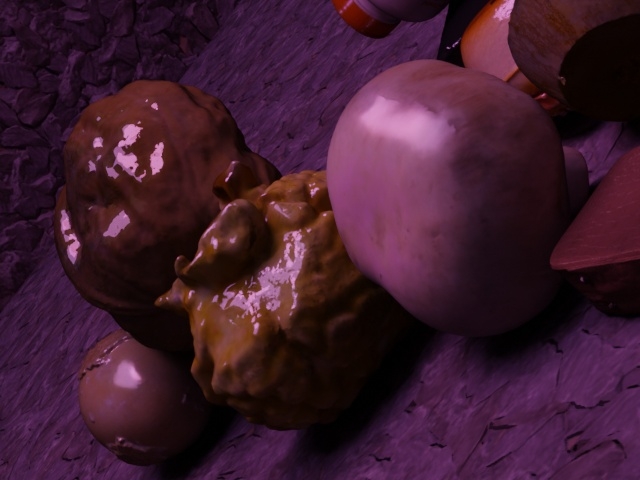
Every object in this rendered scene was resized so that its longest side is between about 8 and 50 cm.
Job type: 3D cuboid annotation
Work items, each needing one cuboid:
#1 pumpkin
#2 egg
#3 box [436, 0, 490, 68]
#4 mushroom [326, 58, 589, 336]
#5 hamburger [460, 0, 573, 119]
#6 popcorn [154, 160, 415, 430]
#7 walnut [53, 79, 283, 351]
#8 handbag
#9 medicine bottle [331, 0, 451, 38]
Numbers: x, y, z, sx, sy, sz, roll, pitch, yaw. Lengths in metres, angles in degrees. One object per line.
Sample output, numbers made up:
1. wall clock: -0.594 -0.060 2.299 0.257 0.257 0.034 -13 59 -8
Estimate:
1. pumpkin: 0.285 -0.195 1.449 0.217 0.217 0.110 -43 50 18
2. egg: -0.205 0.180 1.860 0.164 0.164 0.201 -51 20 -11
3. box: 0.290 -0.367 1.979 0.359 0.091 0.350 -40 17 28
4. mushroom: 0.141 -0.046 1.416 0.234 0.260 0.254 -15 -12 -30
5. hamburger: 0.244 -0.214 1.639 0.237 0.147 0.237 -41 6 5
6. popcorn: -0.025 0.052 1.571 0.258 0.270 0.224 -4 -12 -39
7. walnut: -0.164 -0.023 1.773 0.253 0.282 0.277 -40 54 -1
8. handbag: 0.276 -0.018 1.225 0.151 0.072 0.193 -55 15 -22
9. medicine bottle: 0.134 -0.381 1.996 0.289 0.157 0.157 -45 15 36
